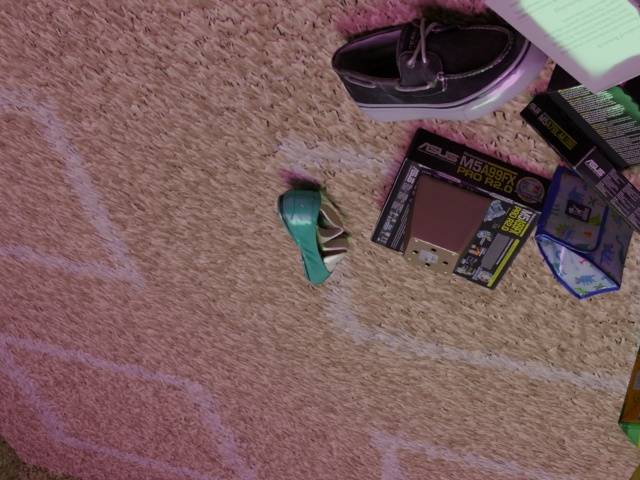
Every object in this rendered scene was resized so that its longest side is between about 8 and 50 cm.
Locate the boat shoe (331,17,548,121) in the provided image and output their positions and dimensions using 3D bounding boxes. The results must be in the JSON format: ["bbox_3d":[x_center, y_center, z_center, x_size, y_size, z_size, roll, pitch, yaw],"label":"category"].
[{"bbox_3d":[0.139,-0.224,1.906,0.119,0.121,0.335,36,151,-32],"label":"boat shoe"}]

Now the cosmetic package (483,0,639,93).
[{"bbox_3d":[0.310,-0.290,1.644,0.184,0.151,0.151,34,149,-23],"label":"cosmetic package"}]

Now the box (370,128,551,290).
[{"bbox_3d":[0.207,-0.041,2.239,0.216,0.060,0.270,21,152,1],"label":"box"}]

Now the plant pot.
[{"bbox_3d":[0.174,-0.013,2.144,0.109,0.096,0.109,20,151,3],"label":"plant pot"}]

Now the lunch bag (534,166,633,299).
[{"bbox_3d":[0.367,-0.013,2.100,0.151,0.128,0.096,40,142,-26],"label":"lunch bag"}]

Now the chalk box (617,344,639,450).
[{"bbox_3d":[0.634,0.297,2.391,0.180,0.179,0.289,-4,142,40],"label":"chalk box"}]

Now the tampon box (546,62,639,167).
[{"bbox_3d":[0.373,-0.187,1.806,0.101,0.120,0.161,-11,138,46],"label":"tampon box"}]

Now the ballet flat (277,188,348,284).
[{"bbox_3d":[0.000,0.000,2.438,0.087,0.083,0.247,-3,147,14],"label":"ballet flat"}]

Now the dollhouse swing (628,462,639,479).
[{"bbox_3d":[0.752,0.526,2.611,0.347,0.315,0.305,44,165,-34],"label":"dollhouse swing"}]

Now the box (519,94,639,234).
[{"bbox_3d":[0.362,-0.091,1.948,0.191,0.045,0.184,40,-173,-29],"label":"box"}]
